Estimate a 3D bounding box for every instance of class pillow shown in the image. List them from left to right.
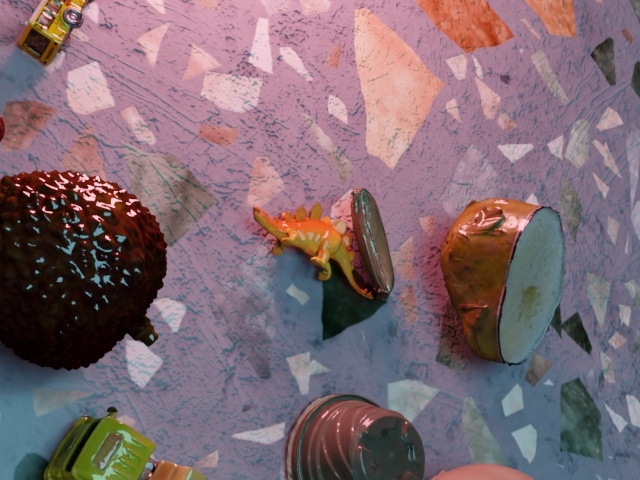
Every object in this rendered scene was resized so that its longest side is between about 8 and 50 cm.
[{"bbox_3d":[0.091,0.002,1.703,0.053,0.119,0.208,-15,82,6],"label":"pillow"}]

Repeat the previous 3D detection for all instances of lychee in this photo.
[{"bbox_3d":[-0.334,0.034,1.291,0.304,0.276,0.276,39,55,-6],"label":"lychee"}]

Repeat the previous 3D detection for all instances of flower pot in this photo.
[{"bbox_3d":[0.074,0.352,1.541,0.235,0.140,0.235,11,70,-31],"label":"flower pot"}]

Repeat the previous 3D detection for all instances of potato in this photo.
[{"bbox_3d":[0.320,0.065,1.796,0.246,0.196,0.299,-1,102,-48],"label":"potato"}]

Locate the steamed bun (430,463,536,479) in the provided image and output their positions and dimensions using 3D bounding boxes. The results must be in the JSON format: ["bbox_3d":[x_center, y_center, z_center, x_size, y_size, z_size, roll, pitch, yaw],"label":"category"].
[{"bbox_3d":[0.283,0.543,1.513,0.374,0.241,0.374,3,85,-41],"label":"steamed bun"}]

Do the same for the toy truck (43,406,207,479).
[{"bbox_3d":[-0.228,0.348,1.322,0.272,0.157,0.124,40,55,-18],"label":"toy truck"}]

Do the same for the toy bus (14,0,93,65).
[{"bbox_3d":[-0.394,-0.385,1.518,0.074,0.081,0.226,31,58,-20],"label":"toy bus"}]

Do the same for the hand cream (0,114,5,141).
[{"bbox_3d":[-0.530,-0.146,1.273,0.193,0.193,0.125,36,59,-19],"label":"hand cream"}]

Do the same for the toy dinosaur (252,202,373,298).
[{"bbox_3d":[0.000,0.000,1.663,0.288,0.070,0.117,30,58,-28],"label":"toy dinosaur"}]
